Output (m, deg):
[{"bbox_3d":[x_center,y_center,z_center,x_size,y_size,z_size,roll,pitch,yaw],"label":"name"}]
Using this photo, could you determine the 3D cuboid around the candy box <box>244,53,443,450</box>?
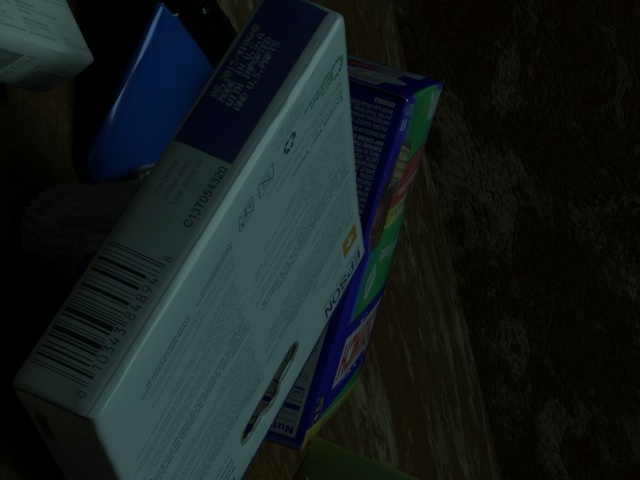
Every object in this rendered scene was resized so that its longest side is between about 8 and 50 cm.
[{"bbox_3d":[0.000,0.000,1.550,0.268,0.122,0.317,-36,144,-77],"label":"candy box"}]

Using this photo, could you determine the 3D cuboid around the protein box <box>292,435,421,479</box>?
[{"bbox_3d":[0.051,0.307,1.457,0.201,0.200,0.136,-62,154,-16],"label":"protein box"}]

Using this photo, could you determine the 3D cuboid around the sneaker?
[{"bbox_3d":[-0.129,0.029,1.281,0.293,0.102,0.146,-25,122,-69],"label":"sneaker"}]

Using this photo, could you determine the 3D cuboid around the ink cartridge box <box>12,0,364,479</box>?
[{"bbox_3d":[-0.073,0.046,1.212,0.324,0.071,0.330,-60,164,-24],"label":"ink cartridge box"}]

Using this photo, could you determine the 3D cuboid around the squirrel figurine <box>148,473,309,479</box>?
[{"bbox_3d":[-0.132,0.251,0.564,0.370,0.281,0.397,46,52,3],"label":"squirrel figurine"}]

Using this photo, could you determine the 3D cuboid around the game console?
[{"bbox_3d":[-0.149,-0.138,1.494,0.250,0.173,0.293,51,-2,26],"label":"game console"}]

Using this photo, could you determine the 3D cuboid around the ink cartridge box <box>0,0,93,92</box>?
[{"bbox_3d":[-0.242,-0.211,1.131,0.224,0.056,0.181,62,11,6],"label":"ink cartridge box"}]
